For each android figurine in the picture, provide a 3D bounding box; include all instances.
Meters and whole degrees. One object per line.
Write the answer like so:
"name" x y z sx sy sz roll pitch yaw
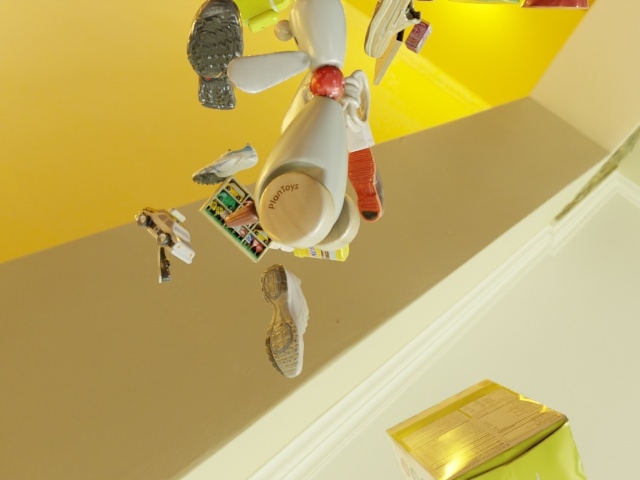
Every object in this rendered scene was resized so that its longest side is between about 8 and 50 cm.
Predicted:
"android figurine" -0.204 -0.781 1.577 0.056 0.273 0.248 -22 -87 -81

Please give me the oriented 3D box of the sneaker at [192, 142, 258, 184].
"sneaker" -0.331 -0.261 1.745 0.237 0.085 0.086 -23 -113 -1

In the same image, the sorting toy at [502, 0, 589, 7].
"sorting toy" 0.323 -0.488 0.905 0.366 0.126 0.127 -2 -157 -13

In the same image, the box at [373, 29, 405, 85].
"box" 0.178 -0.515 1.287 0.021 0.201 0.164 12 -104 -8

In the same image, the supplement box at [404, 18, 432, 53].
"supplement box" 0.293 -0.610 1.512 0.043 0.083 0.055 34 -169 14

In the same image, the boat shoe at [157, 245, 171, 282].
"boat shoe" -0.515 0.078 1.669 0.042 0.049 0.133 -3 -122 -21

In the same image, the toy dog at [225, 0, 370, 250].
"toy dog" -0.043 -0.131 0.642 0.161 0.220 0.333 -2 -118 17

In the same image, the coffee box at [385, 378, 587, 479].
"coffee box" 0.415 0.601 1.248 0.338 0.334 0.337 -21 -85 -14

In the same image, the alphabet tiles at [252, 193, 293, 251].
"alphabet tiles" -0.141 -0.081 1.888 0.284 0.278 0.021 12 -150 -19

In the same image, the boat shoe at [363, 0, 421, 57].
"boat shoe" 0.123 -0.358 0.799 0.072 0.190 0.068 28 -117 3

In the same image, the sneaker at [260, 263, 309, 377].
"sneaker" -0.075 0.211 1.346 0.129 0.111 0.297 21 -122 -53

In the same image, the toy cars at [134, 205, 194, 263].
"toy cars" -0.418 -0.040 1.408 0.176 0.087 0.394 41 174 -18

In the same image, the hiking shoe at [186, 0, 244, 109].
"hiking shoe" -0.165 -0.309 0.798 0.086 0.227 0.114 2 -112 -14

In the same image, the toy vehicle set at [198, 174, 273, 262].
"toy vehicle set" -0.265 -0.071 1.726 0.267 0.035 0.166 46 -115 -25

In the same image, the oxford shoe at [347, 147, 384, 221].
"oxford shoe" 0.155 -0.202 1.672 0.097 0.271 0.098 -3 -166 28

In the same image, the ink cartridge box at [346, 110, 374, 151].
"ink cartridge box" 0.085 -0.281 1.234 0.122 0.052 0.088 71 -159 -7

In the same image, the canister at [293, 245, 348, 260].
"canister" 0.000 0.000 1.628 0.170 0.126 0.073 6 -148 22
